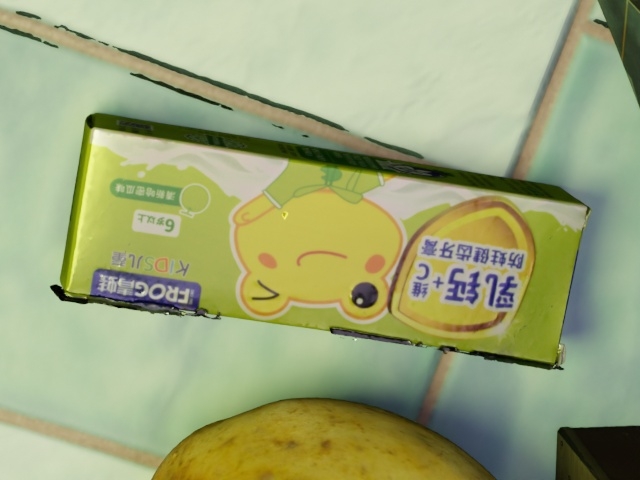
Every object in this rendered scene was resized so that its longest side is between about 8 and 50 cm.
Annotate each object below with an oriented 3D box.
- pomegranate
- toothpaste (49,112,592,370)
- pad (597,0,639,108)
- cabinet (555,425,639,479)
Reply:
[{"bbox_3d":[0.009,0.220,1.087,0.260,0.260,0.260,-1,102,-6],"label":"pomegranate"},{"bbox_3d":[0.000,0.000,1.130,0.327,0.077,0.110,8,99,-8],"label":"toothpaste"},{"bbox_3d":[0.242,-0.042,1.105,0.004,0.163,0.243,-25,103,-8],"label":"pad"},{"bbox_3d":[0.256,0.219,1.133,0.174,0.215,0.148,-1,102,-6],"label":"cabinet"}]
